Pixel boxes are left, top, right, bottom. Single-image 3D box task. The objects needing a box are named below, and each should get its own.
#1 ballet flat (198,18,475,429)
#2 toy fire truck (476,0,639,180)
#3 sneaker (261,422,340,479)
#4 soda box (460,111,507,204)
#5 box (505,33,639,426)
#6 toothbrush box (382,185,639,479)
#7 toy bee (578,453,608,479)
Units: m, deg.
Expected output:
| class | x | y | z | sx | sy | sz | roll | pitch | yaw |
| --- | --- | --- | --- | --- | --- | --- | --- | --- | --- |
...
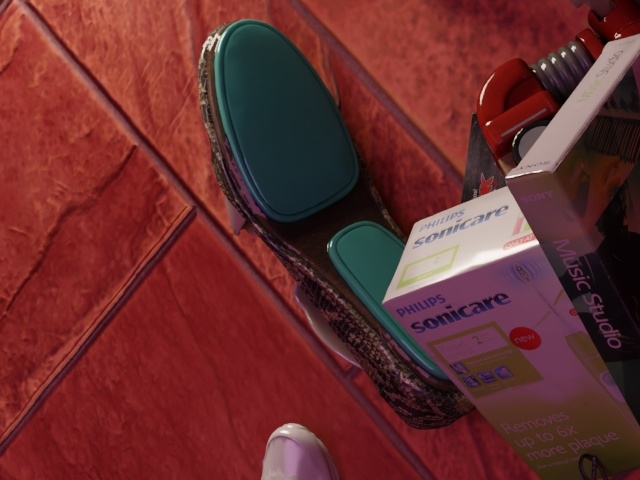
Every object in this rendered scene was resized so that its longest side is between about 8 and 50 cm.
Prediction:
| class | x | y | z | sx | sy | sz | roll | pitch | yaw |
| --- | --- | --- | --- | --- | --- | --- | --- | --- | --- |
| ballet flat | 0.000 | 0.000 | 2.004 | 0.483 | 0.164 | 0.182 | 55 | 147 | 14 |
| toy fire truck | 0.235 | -0.176 | 1.833 | 0.217 | 0.158 | 0.246 | -30 | 58 | 3 |
| sneaker | -0.039 | 0.317 | 2.065 | 0.090 | 0.115 | 0.232 | 2 | 96 | 30 |
| soda box | 0.179 | -0.045 | 1.941 | 0.060 | 0.053 | 0.169 | 12 | 100 | 29 |
| box | 0.298 | 0.011 | 1.668 | 0.058 | 0.232 | 0.322 | -14 | 116 | 42 |
| toothbrush box | 0.231 | 0.085 | 1.789 | 0.206 | 0.122 | 0.283 | -21 | 120 | 38 |
| toy bee | 0.339 | 0.315 | 1.687 | 0.162 | 0.195 | 0.298 | -23 | 84 | 24 |
